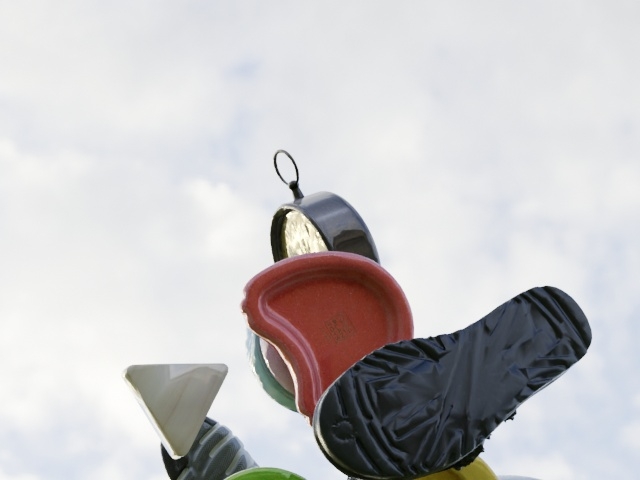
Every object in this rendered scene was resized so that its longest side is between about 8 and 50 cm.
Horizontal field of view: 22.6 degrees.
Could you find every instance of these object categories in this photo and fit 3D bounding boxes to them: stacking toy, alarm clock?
[{"bbox_3d":[-0.021,0.183,1.374,0.279,0.309,0.130,-20,-6,-23],"label":"stacking toy"},{"bbox_3d":[0.000,0.000,1.529,0.064,0.192,0.129,-24,-1,-26],"label":"alarm clock"}]

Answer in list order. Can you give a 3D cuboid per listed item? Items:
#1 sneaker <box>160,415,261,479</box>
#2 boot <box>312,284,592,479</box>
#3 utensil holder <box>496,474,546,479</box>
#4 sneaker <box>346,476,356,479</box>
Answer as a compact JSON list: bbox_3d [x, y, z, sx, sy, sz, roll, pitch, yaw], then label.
[{"bbox_3d":[-0.070,0.276,1.691,0.086,0.229,0.132,-48,-22,1],"label":"sneaker"},{"bbox_3d":[0.070,0.137,1.206,0.246,0.094,0.207,-26,-14,-32],"label":"boot"},{"bbox_3d":[0.213,0.467,1.683,0.328,0.385,0.327,0,-78,2],"label":"utensil holder"},{"bbox_3d":[0.039,0.224,1.578,0.227,0.130,0.087,33,-19,29],"label":"sneaker"}]
